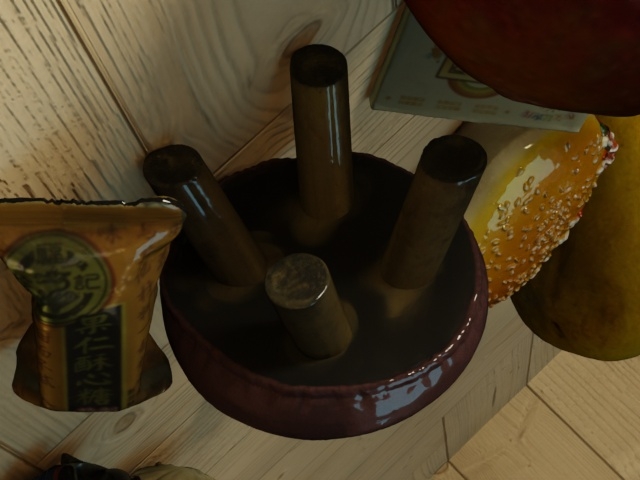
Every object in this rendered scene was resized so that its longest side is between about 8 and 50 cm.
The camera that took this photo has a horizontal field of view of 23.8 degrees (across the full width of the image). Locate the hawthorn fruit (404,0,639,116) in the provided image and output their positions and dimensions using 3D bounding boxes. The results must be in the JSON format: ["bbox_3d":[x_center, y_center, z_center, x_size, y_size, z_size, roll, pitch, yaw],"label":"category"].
[{"bbox_3d":[0.175,-0.235,0.987,0.308,0.308,0.325,-44,155,-4],"label":"hawthorn fruit"}]

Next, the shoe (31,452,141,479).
[{"bbox_3d":[-0.229,0.258,1.488,0.125,0.099,0.227,-44,159,6],"label":"shoe"}]

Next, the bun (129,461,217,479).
[{"bbox_3d":[-0.171,0.307,1.706,0.173,0.166,0.114,78,15,-78],"label":"bun"}]

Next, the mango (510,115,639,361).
[{"bbox_3d":[0.375,-0.034,1.909,0.220,0.301,0.445,-15,143,-26],"label":"mango"}]

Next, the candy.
[{"bbox_3d":[-0.173,0.042,1.103,0.143,0.101,0.271,-2,150,-9],"label":"candy"}]

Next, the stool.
[{"bbox_3d":[0.000,0.000,1.191,0.272,0.272,0.178,-38,147,-24],"label":"stool"}]

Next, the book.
[{"bbox_3d":[0.177,-0.199,1.299,0.207,0.020,0.295,5,144,-12],"label":"book"}]

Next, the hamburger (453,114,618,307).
[{"bbox_3d":[0.209,-0.045,1.741,0.227,0.151,0.295,-14,147,-55],"label":"hamburger"}]
